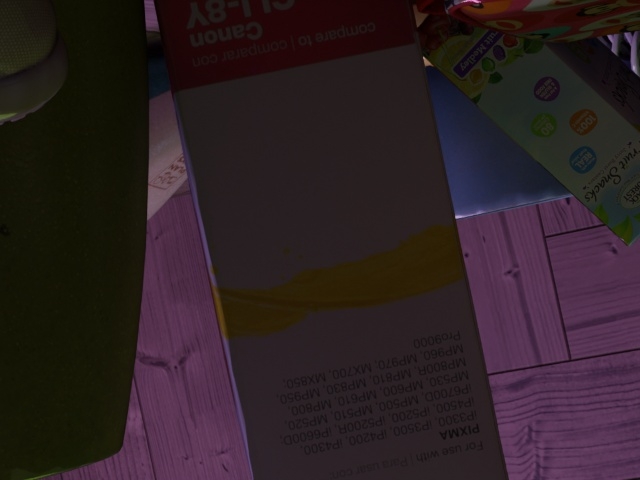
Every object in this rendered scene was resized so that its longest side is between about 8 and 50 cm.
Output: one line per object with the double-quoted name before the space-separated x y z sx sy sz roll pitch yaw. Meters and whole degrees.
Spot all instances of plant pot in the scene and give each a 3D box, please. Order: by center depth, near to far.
"plant pot" -0.212 -0.004 0.888 0.275 0.293 0.275 -12 179 0
"plant pot" 0.210 -0.135 1.461 0.290 0.195 0.290 -12 179 0

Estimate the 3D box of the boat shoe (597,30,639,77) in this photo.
"boat shoe" 0.270 -0.159 1.199 0.158 0.127 0.340 -5 -165 10

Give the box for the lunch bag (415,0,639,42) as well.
"lunch bag" 0.176 -0.176 0.834 0.258 0.120 0.293 -12 180 20

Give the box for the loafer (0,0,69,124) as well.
"loafer" -0.238 -0.108 0.609 0.268 0.092 0.102 2 -151 -5

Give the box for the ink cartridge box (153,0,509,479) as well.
"ink cartridge box" 0.000 0.000 1.012 0.160 0.384 0.279 -12 179 -3

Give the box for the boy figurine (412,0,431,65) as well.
"boy figurine" 0.118 -0.173 1.277 0.177 0.092 0.285 -8 180 -35

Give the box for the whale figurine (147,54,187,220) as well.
"whale figurine" -0.171 -0.106 1.280 0.272 0.141 0.216 -37 165 13

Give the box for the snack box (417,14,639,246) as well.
"snack box" 0.170 -0.110 1.058 0.070 0.207 0.174 -45 -176 22
